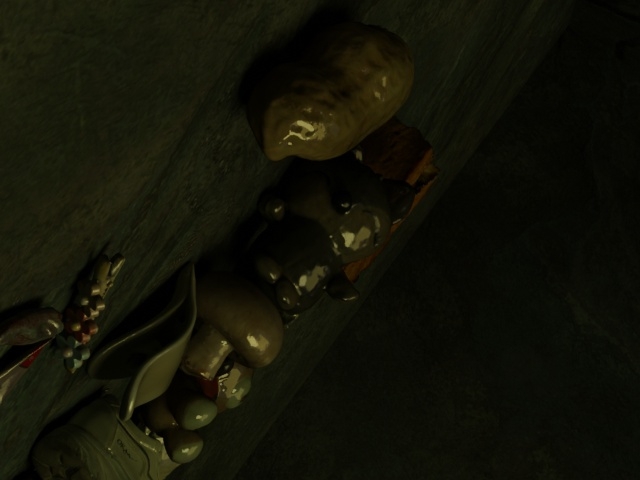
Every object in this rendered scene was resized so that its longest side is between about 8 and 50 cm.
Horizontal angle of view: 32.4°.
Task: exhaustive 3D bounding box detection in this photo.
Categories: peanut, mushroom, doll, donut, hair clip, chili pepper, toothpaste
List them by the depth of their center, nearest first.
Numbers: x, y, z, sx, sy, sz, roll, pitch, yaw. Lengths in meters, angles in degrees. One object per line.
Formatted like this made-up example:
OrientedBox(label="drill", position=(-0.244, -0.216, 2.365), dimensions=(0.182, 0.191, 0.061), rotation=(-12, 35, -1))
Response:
OrientedBox(label="chili pepper", position=(-0.376, 0.112, 1.405), dimensions=(0.153, 0.041, 0.050), rotation=(-8, 112, -62))
OrientedBox(label="toothpaste", position=(-0.451, 0.232, 1.441), dimensions=(0.301, 0.048, 0.075), rotation=(-52, 164, -26))
OrientedBox(label="hair clip", position=(-0.329, 0.107, 1.536), dimensions=(0.056, 0.062, 0.214), rotation=(-12, 136, -57))
OrientedBox(label="peanut", position=(0.022, -0.233, 1.705), dimensions=(0.387, 0.169, 0.192), rotation=(-41, 157, -47))
OrientedBox(label="hair clip", position=(-0.274, 0.181, 1.826), dimensions=(0.282, 0.113, 0.173), rotation=(-42, 163, -50))
OrientedBox(label="mushroom", position=(-0.174, 0.161, 1.956), dimensions=(0.204, 0.204, 0.204), rotation=(-51, 168, -16))
OrientedBox(label="doll", position=(-0.237, 0.282, 2.123), dimensions=(0.330, 0.174, 0.235), rotation=(-43, 153, -60))
OrientedBox(label="doll", position=(-0.025, -0.025, 2.139), dimensions=(0.382, 0.252, 0.378), rotation=(-47, -162, -21))
OrientedBox(label="donut", position=(0.099, -0.091, 2.446), dimensions=(0.378, 0.163, 0.435), rotation=(-52, 170, -6))

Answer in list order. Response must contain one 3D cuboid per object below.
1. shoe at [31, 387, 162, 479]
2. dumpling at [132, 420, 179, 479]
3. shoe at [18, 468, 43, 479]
OrientedBox(label="shoe", position=(-0.321, 0.413, 1.873), dimensions=(0.132, 0.342, 0.210), rotation=(-22, -162, 32))
OrientedBox(label="dumpling", position=(-0.319, 0.379, 2.203), dimensions=(0.216, 0.126, 0.166), rotation=(-47, 151, -19))
OrientedBox(label="shoe", position=(-0.470, 0.414, 1.816), dimensions=(0.194, 0.074, 0.077), rotation=(-41, 157, -42))
